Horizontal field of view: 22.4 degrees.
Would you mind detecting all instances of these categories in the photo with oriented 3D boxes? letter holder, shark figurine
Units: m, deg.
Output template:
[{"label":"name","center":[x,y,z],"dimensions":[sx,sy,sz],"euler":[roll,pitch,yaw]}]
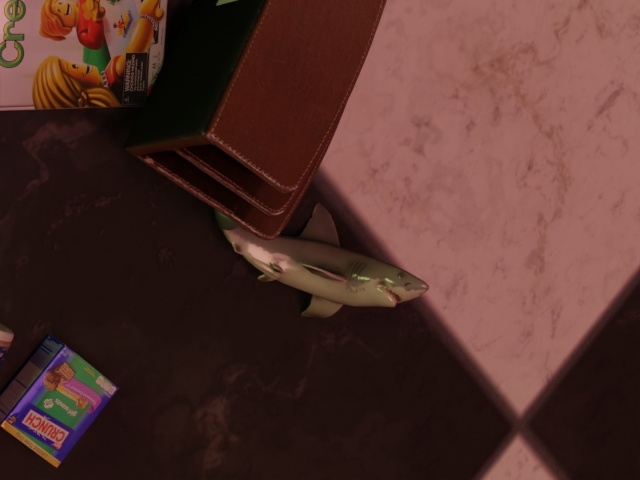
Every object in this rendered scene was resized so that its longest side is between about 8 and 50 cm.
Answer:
[{"label":"letter holder","center":[-0.023,-0.172,1.638],"dimensions":[0.214,0.152,0.302],"euler":[35,67,-31]},{"label":"shark figurine","center":[-0.028,-0.005,1.810],"dimensions":[0.278,0.166,0.116],"euler":[26,63,-22]}]

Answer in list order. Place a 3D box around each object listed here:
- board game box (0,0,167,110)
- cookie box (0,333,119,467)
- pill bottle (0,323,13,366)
[{"label":"board game box","center":[-0.240,-0.281,1.569],"dimensions":[0.193,0.053,0.305],"euler":[-6,108,-35]},{"label":"cookie box","center":[-0.281,0.169,1.695],"dimensions":[0.107,0.040,0.092],"euler":[-52,128,-10]},{"label":"pill bottle","center":[-0.358,0.134,1.610],"dimensions":[0.067,0.067,0.120],"euler":[23,91,-39]}]
